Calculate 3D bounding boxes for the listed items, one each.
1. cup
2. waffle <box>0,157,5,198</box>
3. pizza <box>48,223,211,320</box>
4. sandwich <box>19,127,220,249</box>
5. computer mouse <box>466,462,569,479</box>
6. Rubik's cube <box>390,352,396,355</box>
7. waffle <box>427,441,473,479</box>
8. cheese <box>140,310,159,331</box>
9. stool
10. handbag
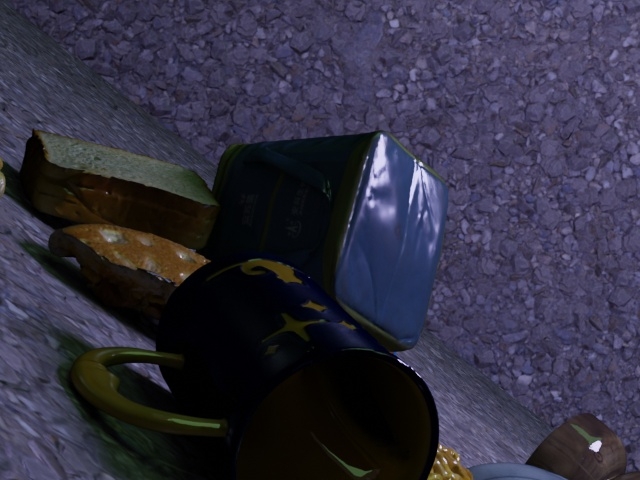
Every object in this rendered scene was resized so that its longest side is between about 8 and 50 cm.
[{"bbox_3d":[-0.061,0.103,1.247,0.255,0.178,0.256,37,2,-30],"label":"cup"},{"bbox_3d":[-0.442,-0.153,1.493,0.301,0.058,0.281,37,5,-27],"label":"waffle"},{"bbox_3d":[-0.164,0.042,1.533,0.246,0.058,0.127,16,23,-30],"label":"pizza"},{"bbox_3d":[-0.233,-0.060,1.732,0.215,0.065,0.186,14,14,-23],"label":"sandwich"},{"bbox_3d":[0.329,0.391,1.860,0.371,0.122,0.188,42,5,1],"label":"computer mouse"},{"bbox_3d":[-0.021,0.092,2.035,0.254,0.254,0.254,38,5,-4],"label":"Rubik's cube"},{"bbox_3d":[0.066,0.226,1.733,0.329,0.062,0.329,39,4,-3],"label":"waffle"},{"bbox_3d":[-0.163,0.056,1.647,0.127,0.049,0.235,31,12,-4],"label":"cheese"},{"bbox_3d":[0.428,0.396,2.139,0.264,0.179,0.179,41,5,31],"label":"stool"},{"bbox_3d":[0.000,0.000,1.796,0.241,0.263,0.222,-2,-21,38],"label":"handbag"}]
